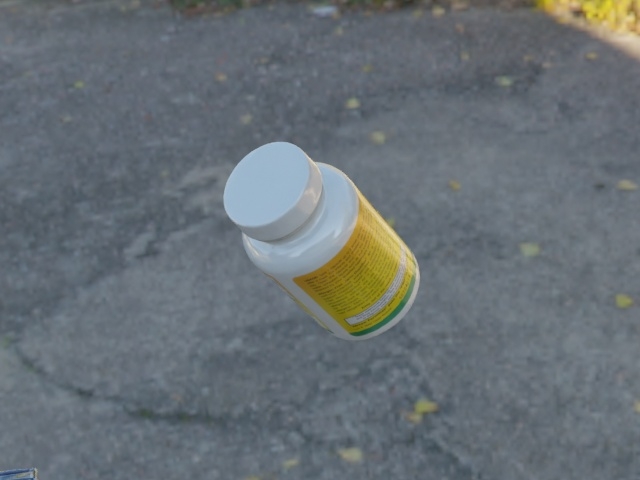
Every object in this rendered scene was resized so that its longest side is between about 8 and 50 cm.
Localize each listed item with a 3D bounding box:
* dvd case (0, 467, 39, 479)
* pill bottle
[{"bbox_3d":[-0.219,0.224,0.642,0.165,0.221,0.018,-5,21,-10],"label":"dvd case"},{"bbox_3d":[0.000,0.000,1.161,0.118,0.208,0.117,-16,53,24],"label":"pill bottle"}]
